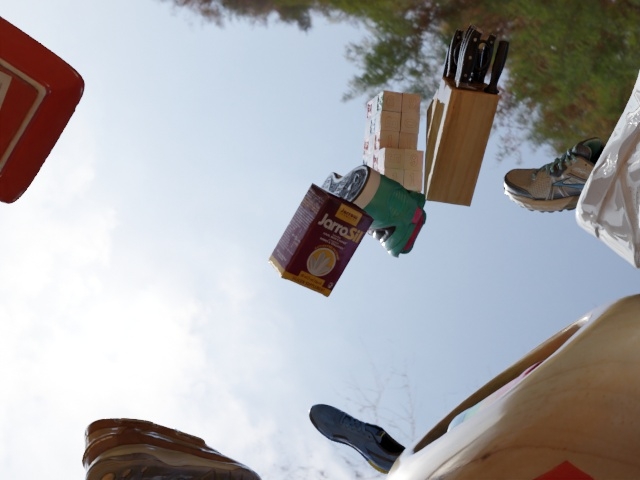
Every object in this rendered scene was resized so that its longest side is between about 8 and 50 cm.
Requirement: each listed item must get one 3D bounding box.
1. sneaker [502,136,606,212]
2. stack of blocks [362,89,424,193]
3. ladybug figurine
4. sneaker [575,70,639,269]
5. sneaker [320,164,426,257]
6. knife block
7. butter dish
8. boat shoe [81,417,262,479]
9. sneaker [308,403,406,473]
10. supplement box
[{"bbox_3d":[0.446,-0.123,1.196,0.283,0.122,0.110,5,-139,41],"label":"sneaker"},{"bbox_3d":[0.153,-0.164,1.492,0.171,0.087,0.297,178,-83,-77],"label":"stack of blocks"},{"bbox_3d":[0.234,0.226,0.746,0.162,0.305,0.449,51,-43,13],"label":"ladybug figurine"},{"bbox_3d":[0.286,-0.076,0.433,0.169,0.108,0.292,55,-31,42],"label":"sneaker"},{"bbox_3d":[0.095,-0.049,1.243,0.124,0.178,0.295,-63,-164,-8],"label":"sneaker"},{"bbox_3d":[0.258,-0.228,1.225,0.242,0.088,0.276,109,-12,-69],"label":"knife block"},{"bbox_3d":[-0.323,-0.147,0.688,0.160,0.160,0.118,-52,-167,16],"label":"butter dish"},{"bbox_3d":[-0.201,0.321,0.988,0.123,0.324,0.116,-45,-133,4],"label":"boat shoe"},{"bbox_3d":[0.077,0.375,1.367,0.209,0.069,0.082,33,-49,5],"label":"sneaker"},{"bbox_3d":[0.000,0.000,0.618,0.083,0.055,0.043,-61,-150,9],"label":"supplement box"}]
